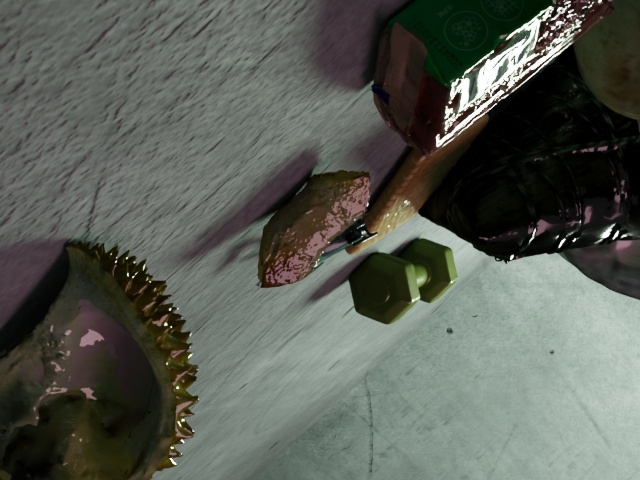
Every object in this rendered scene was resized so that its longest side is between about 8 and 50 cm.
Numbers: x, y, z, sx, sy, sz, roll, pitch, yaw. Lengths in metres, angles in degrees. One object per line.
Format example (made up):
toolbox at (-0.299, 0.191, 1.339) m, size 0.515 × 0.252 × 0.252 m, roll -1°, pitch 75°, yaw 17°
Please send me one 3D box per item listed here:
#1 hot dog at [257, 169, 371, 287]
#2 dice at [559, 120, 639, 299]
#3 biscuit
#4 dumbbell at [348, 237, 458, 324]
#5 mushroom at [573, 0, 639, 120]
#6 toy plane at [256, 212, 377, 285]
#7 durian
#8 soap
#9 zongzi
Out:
hot dog at (-0.013, -0.019, 1.173) m, size 0.169 × 0.061 × 0.078 m, roll -44°, pitch 126°, yaw 3°
dice at (0.627, -0.102, 2.072) m, size 0.330 × 0.328 × 0.348 m, roll -66°, pitch 177°, yaw 30°
biscuit at (0.128, -0.079, 1.497) m, size 0.160 × 0.030 × 0.250 m, roll -32°, pitch 165°, yaw -37°
dumbbell at (0.152, 0.068, 1.921) m, size 0.302 × 0.121 × 0.108 m, roll -16°, pitch 123°, yaw -66°
mushroom at (0.449, -0.285, 1.230) m, size 0.352 × 0.260 × 0.352 m, roll -35°, pitch 162°, yaw -14°
toy plane at (0.000, 0.000, 1.323) m, size 0.096 × 0.060 × 0.235 m, roll -33°, pitch 178°, yaw 26°
durian at (-0.208, 0.136, 0.922) m, size 0.166 × 0.172 × 0.306 m, roll 13°, pitch 137°, yaw -46°
soap at (0.174, -0.207, 1.014) m, size 0.273 × 0.098 × 0.218 m, roll -39°, pitch 168°, yaw -13°
zongzi at (0.333, -0.151, 1.551) m, size 0.383 × 0.362 × 0.319 m, roll -10°, pitch -168°, yaw -13°
